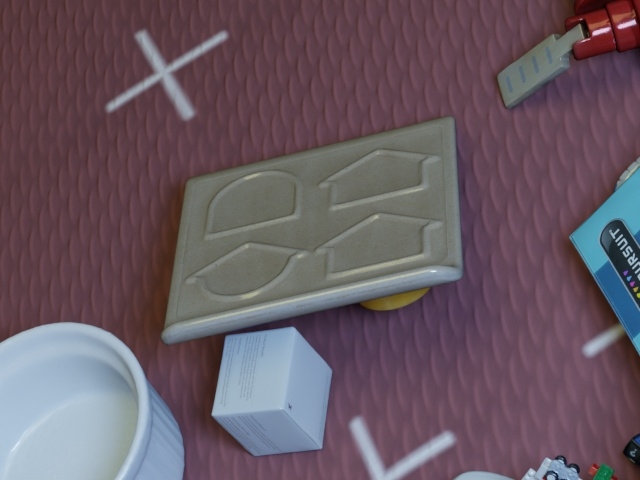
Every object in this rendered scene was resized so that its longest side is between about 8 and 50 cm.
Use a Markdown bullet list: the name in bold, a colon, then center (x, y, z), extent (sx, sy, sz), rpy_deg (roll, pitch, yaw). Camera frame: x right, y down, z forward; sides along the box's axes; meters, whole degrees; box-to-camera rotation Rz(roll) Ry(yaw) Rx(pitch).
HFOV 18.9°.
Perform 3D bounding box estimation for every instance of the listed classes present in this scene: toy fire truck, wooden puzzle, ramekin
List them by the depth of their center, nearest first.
- **ramekin**: center (-0.283, 0.240, 2.098), extent (0.277, 0.135, 0.277), rpy_deg (-13, 54, 19)
- **wooden puzzle**: center (0.000, 0.000, 2.099), extent (0.322, 0.080, 0.348), rpy_deg (-13, 30, 11)
- **toy fire truck**: center (0.303, -0.267, 2.155), extent (0.246, 0.158, 0.217), rpy_deg (-16, 52, 5)

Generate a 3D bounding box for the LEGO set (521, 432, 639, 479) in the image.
- **LEGO set**: center (0.298, 0.277, 1.781), extent (0.060, 0.182, 0.244), rpy_deg (-63, 33, 34)

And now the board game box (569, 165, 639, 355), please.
- **board game box**: center (0.420, -0.033, 1.856), extent (0.336, 0.079, 0.253), rpy_deg (-47, 34, 19)

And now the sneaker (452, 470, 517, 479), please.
- **sneaker**: center (0.204, 0.280, 1.843), extent (0.235, 0.095, 0.090), rpy_deg (32, 78, 40)

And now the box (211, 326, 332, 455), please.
- **box**: center (-0.050, 0.162, 2.052), extent (0.087, 0.102, 0.101), rpy_deg (-9, 54, 26)

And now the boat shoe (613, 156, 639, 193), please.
- **boat shoe**: center (0.395, -0.091, 2.027), extent (0.183, 0.066, 0.066), rpy_deg (-49, 54, 3)
